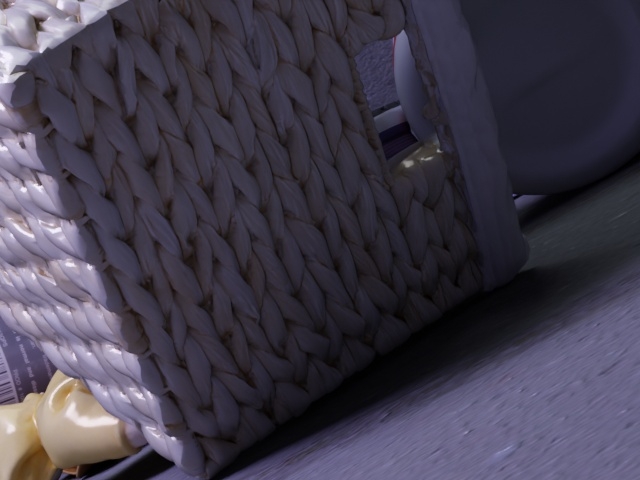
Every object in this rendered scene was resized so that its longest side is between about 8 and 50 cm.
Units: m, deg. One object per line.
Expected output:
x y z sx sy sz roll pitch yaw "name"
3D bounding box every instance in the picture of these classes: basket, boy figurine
-0.100 -0.093 1.131 0.266 0.328 0.331 -35 38 -19 "basket"
-0.130 0.109 1.281 0.285 0.092 0.177 -33 16 5 "boy figurine"

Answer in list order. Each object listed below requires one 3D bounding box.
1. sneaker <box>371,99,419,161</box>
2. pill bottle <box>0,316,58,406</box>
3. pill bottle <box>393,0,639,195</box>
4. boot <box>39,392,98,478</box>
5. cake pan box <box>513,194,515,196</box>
0.000 0.000 1.481 0.107 0.124 0.283 -28 -3 -32 "sneaker"
-0.230 0.092 1.619 0.278 0.162 0.162 -20 -2 -26 "pill bottle"
0.161 -0.202 1.485 0.210 0.210 0.363 -30 23 16 "pill bottle"
-0.111 0.087 1.429 0.211 0.104 0.295 -40 -1 -35 "boot"
0.238 -0.122 1.677 0.267 0.070 0.246 -30 2 15 "cake pan box"
